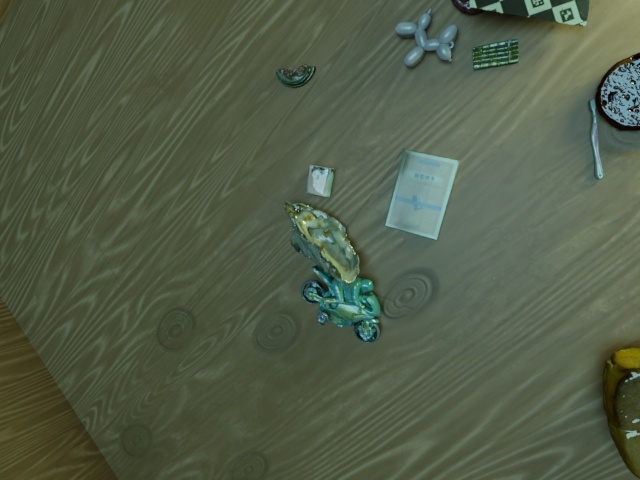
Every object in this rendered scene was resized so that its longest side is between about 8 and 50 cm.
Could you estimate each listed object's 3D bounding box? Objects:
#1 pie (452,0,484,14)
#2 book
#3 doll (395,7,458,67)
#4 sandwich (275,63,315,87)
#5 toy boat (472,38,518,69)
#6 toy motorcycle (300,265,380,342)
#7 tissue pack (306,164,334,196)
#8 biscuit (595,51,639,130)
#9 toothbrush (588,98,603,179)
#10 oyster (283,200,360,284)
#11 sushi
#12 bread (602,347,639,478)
[{"bbox_3d":[0.423,-0.691,1.102,0.154,0.036,0.155,2,96,22],"label":"pie"},{"bbox_3d":[0.300,-0.137,1.229,0.170,0.018,0.242,17,102,20],"label":"book"},{"bbox_3d":[0.305,-0.563,1.154,0.159,0.059,0.161,-17,89,24],"label":"doll"},{"bbox_3d":[-0.079,-0.535,1.331,0.135,0.029,0.068,-6,95,22],"label":"sandwich"},{"bbox_3d":[0.475,-0.505,1.113,0.114,0.016,0.064,-2,96,22],"label":"toy boat"},{"bbox_3d":[0.079,0.192,1.310,0.296,0.109,0.199,29,109,9],"label":"toy motorcycle"},{"bbox_3d":[-0.001,-0.191,1.324,0.074,0.058,0.095,13,102,18],"label":"tissue pack"},{"bbox_3d":[0.779,-0.360,0.990,0.191,0.049,0.192,5,100,28],"label":"biscuit"},{"bbox_3d":[0.703,-0.258,1.047,0.017,0.022,0.204,-8,94,11],"label":"toothbrush"},{"bbox_3d":[-0.002,0.004,1.312,0.341,0.166,0.110,34,147,17],"label":"oyster"},{"bbox_3d":[0.536,-0.693,1.036,0.291,0.059,0.294,10,92,4],"label":"sushi"},{"bbox_3d":[0.881,0.417,0.992,0.336,0.148,0.328,-12,96,21],"label":"bread"}]
